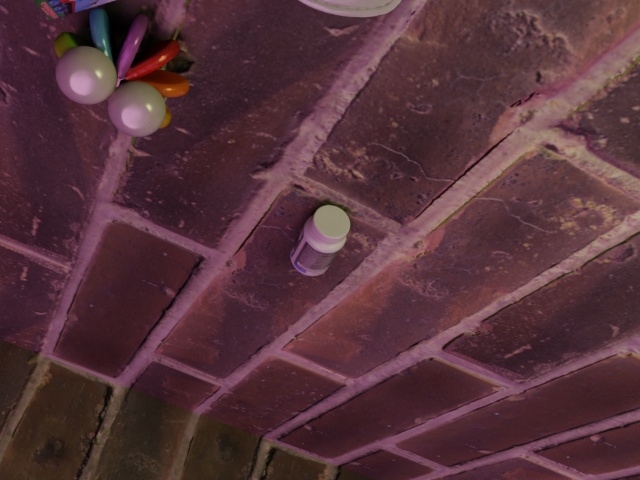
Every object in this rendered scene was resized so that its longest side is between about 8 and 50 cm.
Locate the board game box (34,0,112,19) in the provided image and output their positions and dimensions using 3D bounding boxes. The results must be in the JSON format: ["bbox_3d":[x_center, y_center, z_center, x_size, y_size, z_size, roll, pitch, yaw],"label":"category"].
[{"bbox_3d":[-0.302,-0.363,0.884,0.212,0.039,0.160,-6,141,28],"label":"board game box"}]

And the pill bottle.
[{"bbox_3d":[0.000,0.000,1.268,0.078,0.078,0.137,20,147,-8],"label":"pill bottle"}]

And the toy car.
[{"bbox_3d":[-0.262,-0.239,0.983,0.182,0.159,0.136,33,109,-25],"label":"toy car"}]

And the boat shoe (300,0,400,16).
[{"bbox_3d":[-0.047,-0.335,0.781,0.303,0.091,0.114,24,113,-11],"label":"boat shoe"}]
